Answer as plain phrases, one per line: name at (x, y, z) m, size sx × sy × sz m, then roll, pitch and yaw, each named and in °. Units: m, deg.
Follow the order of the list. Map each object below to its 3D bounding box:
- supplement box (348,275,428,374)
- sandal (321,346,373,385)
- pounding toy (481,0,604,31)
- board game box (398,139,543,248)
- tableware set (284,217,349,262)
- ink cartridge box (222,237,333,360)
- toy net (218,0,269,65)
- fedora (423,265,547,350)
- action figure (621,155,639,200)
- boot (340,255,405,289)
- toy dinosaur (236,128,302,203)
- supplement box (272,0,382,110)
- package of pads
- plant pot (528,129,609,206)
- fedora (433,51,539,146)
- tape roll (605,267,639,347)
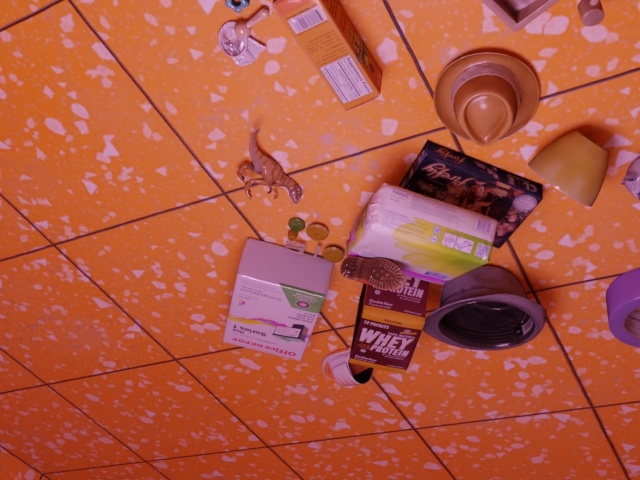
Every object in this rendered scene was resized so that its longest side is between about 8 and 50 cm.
supplement box at (0.150, 0.150, 1.703) m, size 0.129 × 0.191 × 0.194 m, roll 12°, pitch 138°, yaw 1°
sandal at (0.098, 0.317, 1.988) m, size 0.102 × 0.076 × 0.265 m, roll 36°, pitch 133°, yaw -25°
pounding toy at (0.334, -0.396, 1.137) m, size 0.206 × 0.094 × 0.181 m, roll 30°, pitch 131°, yaw -33°
board game box at (0.281, -0.085, 1.524) m, size 0.243 × 0.042 × 0.165 m, roll 19°, pitch 138°, yaw -9°
tableware set at (0.000, 0.000, 1.701) m, size 0.154 × 0.024 × 0.104 m, roll 15°, pitch 135°, yaw -2°
ink cartridge box at (-0.103, 0.143, 1.809) m, size 0.202 × 0.117 × 0.278 m, roll 15°, pitch 139°, yaw -4°
toy net at (-0.144, -0.376, 1.296) m, size 0.122 × 0.045 × 0.232 m, roll 12°, pitch 139°, yaw 0°
fedora at (0.349, 0.134, 1.687) m, size 0.276 × 0.124 × 0.244 m, roll 19°, pitch 142°, yaw -26°
action figure at (0.686, -0.067, 1.360) m, size 0.330 × 0.178 × 0.341 m, roll 11°, pitch 114°, yaw 8°
boot at (0.122, 0.070, 1.556) m, size 0.085 × 0.059 × 0.158 m, roll 24°, pitch 173°, yaw -41°
toy dinosaur at (-0.114, -0.145, 1.549) m, size 0.112 × 0.064 × 0.211 m, roll -29°, pitch 136°, yaw 14°
supplement box at (0.017, -0.328, 1.289) m, size 0.080 × 0.078 × 0.233 m, roll -17°, pitch 132°, yaw 24°
package of pads at (0.180, -0.006, 1.509) m, size 0.229 × 0.101 × 0.296 m, roll 18°, pitch 166°, yaw -5°
plant pot at (0.449, -0.136, 1.380) m, size 0.134 × 0.134 × 0.095 m, roll 26°, pitch 110°, yaw -16°
fedora at (0.282, -0.225, 1.340) m, size 0.195 × 0.079 × 0.194 m, roll 7°, pitch 139°, yaw 6°
tape roll at (0.703, 0.142, 1.653) m, size 0.189 × 0.080 × 0.189 m, roll 6°, pitch 138°, yaw 6°
